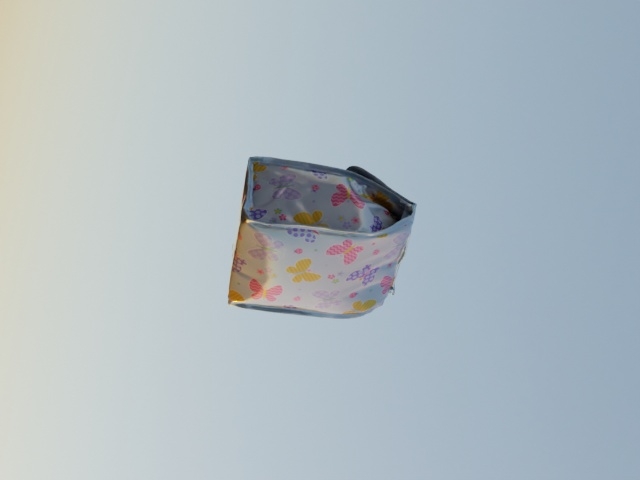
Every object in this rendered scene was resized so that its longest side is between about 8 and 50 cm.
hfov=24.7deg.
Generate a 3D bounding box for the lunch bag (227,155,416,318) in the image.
[{"bbox_3d":[0.000,0.000,0.712,0.071,0.083,0.053,103,-7,-49],"label":"lunch bag"}]
